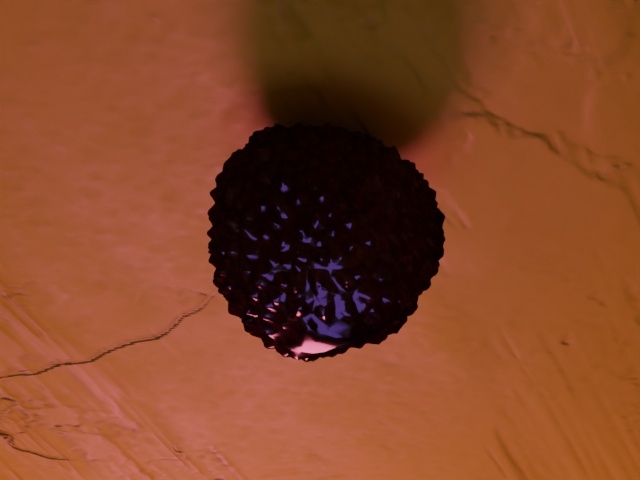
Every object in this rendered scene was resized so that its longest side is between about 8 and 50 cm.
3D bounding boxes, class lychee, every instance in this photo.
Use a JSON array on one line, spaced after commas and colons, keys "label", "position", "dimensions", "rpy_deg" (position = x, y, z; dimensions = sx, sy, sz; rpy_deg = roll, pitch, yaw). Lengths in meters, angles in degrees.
[{"label": "lychee", "position": [0.003, -0.002, 0.847], "dimensions": [0.123, 0.123, 0.129], "rpy_deg": [-6, 130, 14]}]
